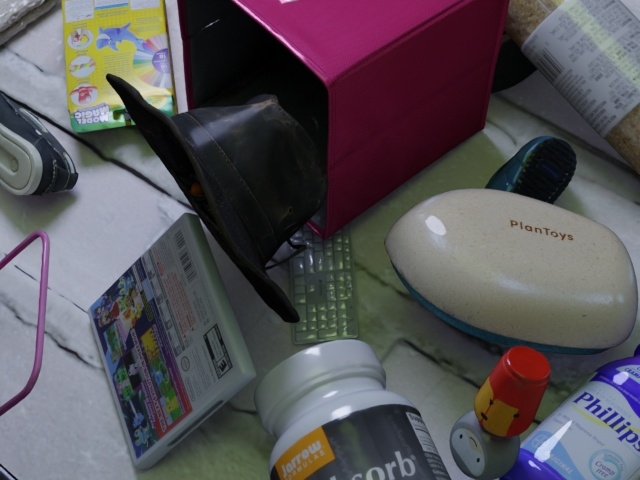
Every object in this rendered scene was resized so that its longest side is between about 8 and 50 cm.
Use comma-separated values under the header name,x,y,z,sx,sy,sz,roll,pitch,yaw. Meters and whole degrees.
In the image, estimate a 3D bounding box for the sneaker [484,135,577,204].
name,x,y,z,sx,sy,sz,roll,pitch,yaw
sneaker,0.201,-0.029,1.473,0.069,0.082,0.209,41,84,-10

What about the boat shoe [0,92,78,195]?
name,x,y,z,sx,sy,sz,roll,pitch,yaw
boat shoe,-0.374,-0.128,1.567,0.079,0.084,0.233,-7,40,-47

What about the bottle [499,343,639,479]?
name,x,y,z,sx,sy,sz,roll,pitch,yaw
bottle,0.306,0.180,1.311,0.283,0.092,0.118,-40,59,-19

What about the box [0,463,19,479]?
name,x,y,z,sx,sy,sz,roll,pitch,yaw
box,-0.285,0.262,1.181,0.293,0.295,0.073,37,68,24

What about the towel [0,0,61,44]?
name,x,y,z,sx,sy,sz,roll,pitch,yaw
towel,-0.480,-0.289,1.676,0.282,0.049,0.187,-40,66,-20

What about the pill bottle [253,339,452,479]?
name,x,y,z,sx,sy,sz,roll,pitch,yaw
pill bottle,0.045,0.243,1.249,0.162,0.162,0.278,-21,60,-9

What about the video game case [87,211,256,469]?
name,x,y,z,sx,sy,sz,roll,pitch,yaw
video game case,-0.158,0.103,1.362,0.183,0.023,0.201,-42,55,29

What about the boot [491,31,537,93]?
name,x,y,z,sx,sy,sz,roll,pitch,yaw
boot,0.215,-0.290,1.616,0.236,0.085,0.178,-37,59,-18

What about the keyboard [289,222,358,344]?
name,x,y,z,sx,sy,sz,roll,pitch,yaw
keyboard,0.000,0.000,1.487,0.072,0.014,0.256,-4,58,1

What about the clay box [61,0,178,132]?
name,x,y,z,sx,sy,sz,roll,pitch,yaw
clay box,-0.245,-0.216,1.612,0.127,0.053,0.222,-8,60,-2

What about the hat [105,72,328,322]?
name,x,y,z,sx,sy,sz,roll,pitch,yaw
hat,-0.072,-0.070,1.339,0.134,0.331,0.331,-35,62,-5

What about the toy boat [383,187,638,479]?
name,x,y,z,sx,sy,sz,roll,pitch,yaw
toy boat,0.181,0.083,1.312,0.267,0.148,0.318,17,40,-3

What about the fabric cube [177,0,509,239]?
name,x,y,z,sx,sy,sz,roll,pitch,yaw
fabric cube,0.022,-0.213,1.460,0.258,0.259,0.254,-34,61,-23

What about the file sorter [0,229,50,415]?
name,x,y,z,sx,sy,sz,roll,pitch,yaw
file sorter,-0.434,0.058,1.297,0.290,0.182,0.202,19,52,-33

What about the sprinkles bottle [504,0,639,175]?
name,x,y,z,sx,sy,sz,roll,pitch,yaw
sprinkles bottle,0.324,-0.185,1.459,0.121,0.121,0.355,-39,82,-19
